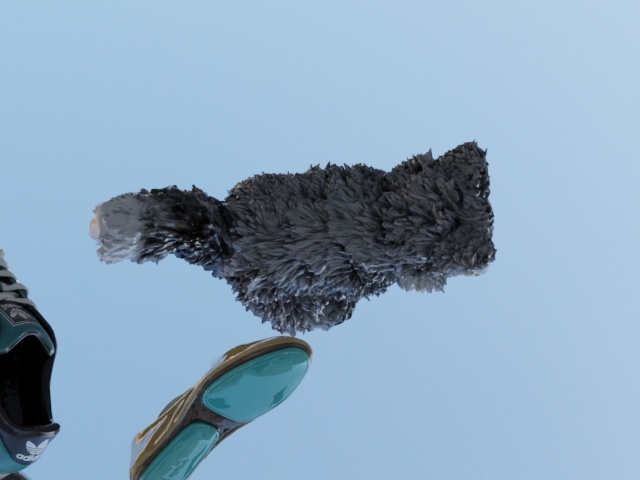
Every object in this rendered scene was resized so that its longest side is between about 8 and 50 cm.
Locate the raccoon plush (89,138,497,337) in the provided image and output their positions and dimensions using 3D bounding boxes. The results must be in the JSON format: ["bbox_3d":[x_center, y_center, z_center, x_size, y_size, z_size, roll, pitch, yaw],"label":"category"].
[{"bbox_3d":[0.000,0.000,1.526,0.446,0.216,0.299,-11,176,-42],"label":"raccoon plush"}]

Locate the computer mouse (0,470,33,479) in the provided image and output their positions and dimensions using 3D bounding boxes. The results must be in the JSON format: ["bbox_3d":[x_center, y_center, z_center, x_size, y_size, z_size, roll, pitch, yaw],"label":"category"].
[{"bbox_3d":[-0.305,0.318,1.366,0.272,0.072,0.188,50,-163,22],"label":"computer mouse"}]

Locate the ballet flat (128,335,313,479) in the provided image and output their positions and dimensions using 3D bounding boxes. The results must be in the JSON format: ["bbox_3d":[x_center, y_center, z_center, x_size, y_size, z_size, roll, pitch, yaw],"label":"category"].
[{"bbox_3d":[-0.104,0.151,1.254,0.080,0.232,0.073,37,-160,-35],"label":"ballet flat"}]

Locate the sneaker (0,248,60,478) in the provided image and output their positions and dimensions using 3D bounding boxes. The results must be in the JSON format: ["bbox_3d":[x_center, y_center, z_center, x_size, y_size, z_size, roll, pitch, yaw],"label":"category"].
[{"bbox_3d":[-0.317,0.074,1.277,0.108,0.121,0.302,-2,-110,-51],"label":"sneaker"}]
